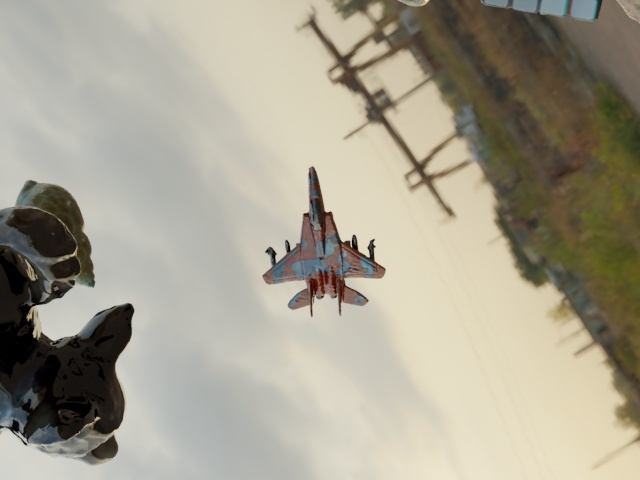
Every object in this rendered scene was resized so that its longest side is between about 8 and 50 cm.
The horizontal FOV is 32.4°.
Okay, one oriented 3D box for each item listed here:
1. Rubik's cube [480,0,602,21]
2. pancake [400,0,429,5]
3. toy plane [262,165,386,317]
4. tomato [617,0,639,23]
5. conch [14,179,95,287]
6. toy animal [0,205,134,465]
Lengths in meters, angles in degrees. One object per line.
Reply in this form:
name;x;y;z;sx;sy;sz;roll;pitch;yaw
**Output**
Rubik's cube;0.305;-0.394;1.436;0.154;0.155;0.151;-65;-17;-46
pancake;0.121;-0.595;2.182;0.294;0.049;0.294;45;163;18
toy plane;0.000;-0.002;1.131;0.061;0.130;0.189;-85;-9;-58
tomato;0.621;-0.481;1.842;0.303;0.304;0.239;54;-146;-19
conch;-0.385;-0.019;1.578;0.173;0.106;0.116;-105;9;-51
toy animal;-0.311;0.115;1.148;0.344;0.303;0.194;58;-145;-27
